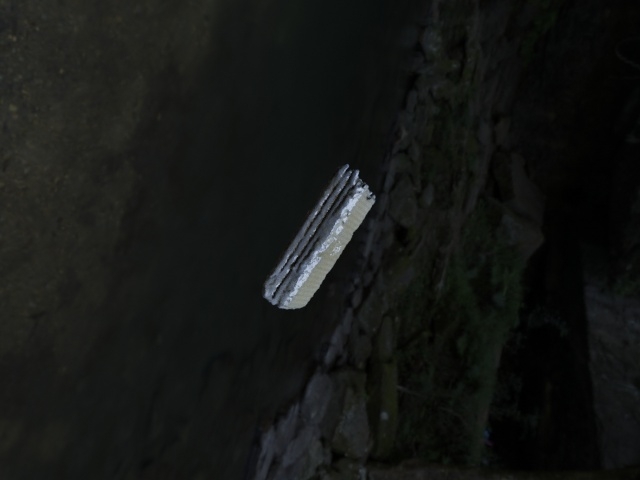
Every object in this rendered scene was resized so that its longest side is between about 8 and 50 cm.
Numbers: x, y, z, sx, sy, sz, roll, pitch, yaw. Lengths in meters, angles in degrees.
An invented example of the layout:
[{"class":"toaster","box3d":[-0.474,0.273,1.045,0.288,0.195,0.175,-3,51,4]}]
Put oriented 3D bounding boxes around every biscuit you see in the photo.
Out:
[{"class":"biscuit","box3d":[0.000,0.000,0.938,0.239,0.061,0.108,-58,164,3]}]
